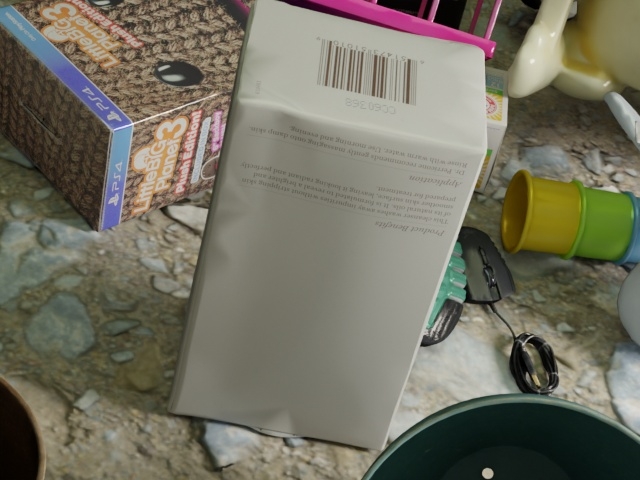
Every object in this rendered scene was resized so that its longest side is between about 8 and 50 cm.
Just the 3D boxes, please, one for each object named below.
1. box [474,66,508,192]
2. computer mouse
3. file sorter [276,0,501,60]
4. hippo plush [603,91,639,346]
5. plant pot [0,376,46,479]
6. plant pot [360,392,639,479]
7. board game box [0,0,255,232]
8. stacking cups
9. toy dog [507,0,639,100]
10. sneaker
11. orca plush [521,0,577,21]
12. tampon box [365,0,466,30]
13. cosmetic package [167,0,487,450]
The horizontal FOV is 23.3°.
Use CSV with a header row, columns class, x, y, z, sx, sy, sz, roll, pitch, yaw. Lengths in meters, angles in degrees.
class,x,y,z,sx,sy,sz,roll,pitch,yaw
box,0.109,-0.146,1.790,0.203,0.103,0.114,12,41,-3
computer mouse,0.188,0.067,1.625,0.071,0.041,0.242,-8,47,-24
file sorter,0.075,-0.334,1.817,0.290,0.182,0.202,17,2,-3
hippo plush,0.406,0.029,1.568,0.294,0.236,0.234,16,20,-12
plant pot,-0.320,0.234,1.151,0.215,0.230,0.215,8,41,-7
plant pot,0.156,0.255,1.268,0.290,0.290,0.195,16,5,1
board game box,-0.186,-0.172,1.706,0.291,0.141,0.232,-25,54,-36
stacking cups,0.365,-0.016,1.731,0.316,0.096,0.096,6,42,-12
toy dog,0.468,-0.217,1.778,0.408,0.284,0.395,25,7,17
sneaker,0.096,0.019,1.645,0.083,0.098,0.224,27,54,-34
orca plush,0.341,-0.365,2.105,0.102,0.151,0.287,7,33,43
tampon box,0.125,-0.343,2.013,0.120,0.101,0.161,9,42,-6
cosmetic package,0.000,0.000,1.387,0.217,0.385,0.156,13,42,-6
